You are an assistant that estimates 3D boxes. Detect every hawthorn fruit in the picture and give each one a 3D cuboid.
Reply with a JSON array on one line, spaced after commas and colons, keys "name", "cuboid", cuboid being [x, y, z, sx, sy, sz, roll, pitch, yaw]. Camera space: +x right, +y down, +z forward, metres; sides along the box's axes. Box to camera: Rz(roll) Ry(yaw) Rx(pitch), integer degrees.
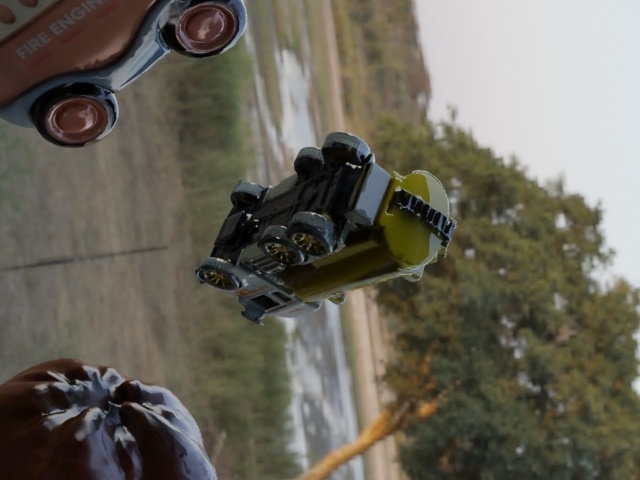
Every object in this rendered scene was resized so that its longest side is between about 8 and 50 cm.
[{"name": "hawthorn fruit", "cuboid": [-0.195, 0.229, 0.995, 0.224, 0.224, 0.261, -87, -171, -65]}]

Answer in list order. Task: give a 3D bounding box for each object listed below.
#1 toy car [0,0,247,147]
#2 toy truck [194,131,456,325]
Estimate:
[{"name": "toy car", "cuboid": [-0.193, -0.221, 0.930, 0.212, 0.270, 0.181, 41, 23, -48]}, {"name": "toy truck", "cuboid": [0.000, 0.000, 1.002, 0.227, 0.114, 0.098, -22, -140, 53]}]
